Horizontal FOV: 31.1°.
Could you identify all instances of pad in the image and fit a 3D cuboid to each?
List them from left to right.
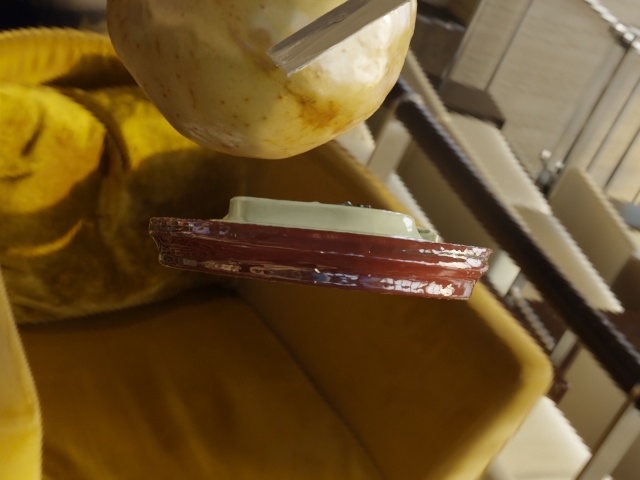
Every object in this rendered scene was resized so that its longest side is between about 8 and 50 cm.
[{"bbox_3d":[0.026,-0.193,0.988,0.004,0.156,0.232,58,1,-16],"label":"pad"}]

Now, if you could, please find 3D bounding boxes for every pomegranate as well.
[{"bbox_3d":[-0.083,-0.292,1.385,0.410,0.410,0.410,19,30,-11],"label":"pomegranate"}]

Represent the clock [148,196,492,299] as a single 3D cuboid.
[{"bbox_3d":[0.000,0.000,1.071,0.318,0.080,0.318,7,0,0],"label":"clock"}]
